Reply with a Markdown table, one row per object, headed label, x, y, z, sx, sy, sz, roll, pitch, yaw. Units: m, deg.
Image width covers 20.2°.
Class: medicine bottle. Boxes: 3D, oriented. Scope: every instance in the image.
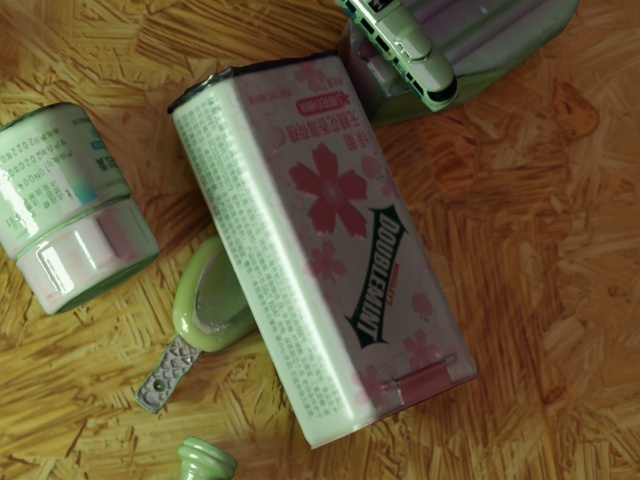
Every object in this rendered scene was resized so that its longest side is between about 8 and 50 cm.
| label | x | y | z | sx | sy | sz | roll | pitch | yaw |
| --- | --- | --- | --- | --- | --- | --- | --- | --- | --- |
| medicine bottle | -0.243 | -0.029 | 1.684 | 0.135 | 0.135 | 0.168 | -27 | 86 | -22 |

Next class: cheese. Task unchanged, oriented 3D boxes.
| label | x | y | z | sx | sy | sz | roll | pitch | yaw |
| --- | --- | --- | --- | --- | --- | --- | --- | --- | --- |
| cheese | -0.116 | 0.086 | 1.746 | 0.097 | 0.037 | 0.192 | 37 | 69 | -6 |

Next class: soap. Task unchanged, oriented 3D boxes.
| label | x | y | z | sx | sy | sz | roll | pitch | yaw |
| --- | --- | --- | --- | --- | --- | --- | --- | --- | --- |
| soap | 0.145 | -0.256 | 1.881 | 0.324 | 0.109 | 0.193 | -36 | 88 | -23 |

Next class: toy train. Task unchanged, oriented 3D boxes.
| label | x | y | z | sx | sy | sz | roll | pitch | yaw |
| --- | --- | --- | --- | --- | --- | --- | --- | --- | --- |
| toy train | 0.063 | -0.215 | 1.762 | 0.043 | 0.047 | 0.207 | -39 | 88 | -21 |

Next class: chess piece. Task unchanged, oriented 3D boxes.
| label | x | y | z | sx | sy | sz | roll | pitch | yaw |
| --- | --- | --- | --- | --- | --- | --- | --- | --- | --- |
| chess piece | -0.133 | 0.261 | 1.690 | 0.059 | 0.059 | 0.149 | 29 | 76 | -9 |

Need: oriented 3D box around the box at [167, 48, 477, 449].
| label | x | y | z | sx | sy | sz | roll | pitch | yaw |
| --- | --- | --- | --- | --- | --- | --- | --- | --- | --- |
| box | 0.000 | 0.000 | 1.746 | 0.190 | 0.112 | 0.370 | -16 | 79 | -47 |
